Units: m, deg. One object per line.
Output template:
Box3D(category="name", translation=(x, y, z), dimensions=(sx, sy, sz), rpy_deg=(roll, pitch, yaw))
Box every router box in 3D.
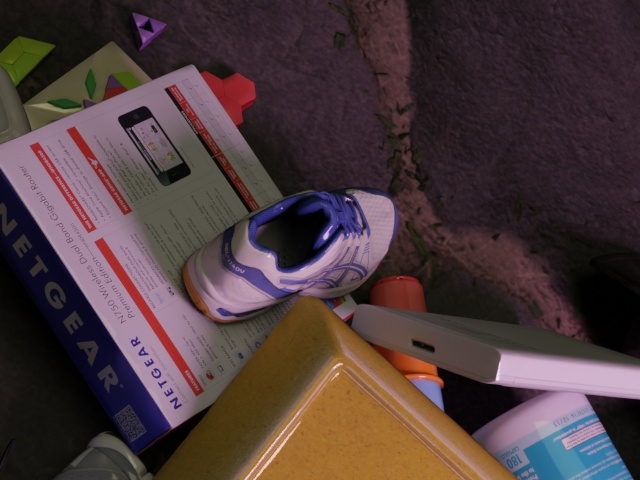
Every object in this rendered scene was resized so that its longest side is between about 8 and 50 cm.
Box3D(category="router box", translation=(-0.163, 0.008, 1.690), dimensions=(0.301, 0.082, 0.335), rpy_deg=(-29, 84, -44))

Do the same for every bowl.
Box3D(category="bowl", translation=(-0.385, -0.128, 1.723), dimensions=(0.142, 0.053, 0.142), rpy_deg=(-16, 66, -15))

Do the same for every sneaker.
Box3D(category="sneaker", translation=(-0.190, 0.311, 1.598), dimensions=(0.132, 0.086, 0.228), rpy_deg=(-37, 72, -26))
Box3D(category="sneaker", translation=(0.000, 0.000, 1.671), dimensions=(0.296, 0.131, 0.112), rpy_deg=(-25, 79, -45))

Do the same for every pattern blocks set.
Box3D(category="pattern blocks set", translation=(-0.245, -0.129, 1.813), dimensions=(0.285, 0.026, 0.325), rpy_deg=(32, 59, -4))

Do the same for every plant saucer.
Box3D(category="plant saucer", translation=(0.022, 0.273, 1.573), dimensions=(0.333, 0.081, 0.332), rpy_deg=(42, 69, -9))

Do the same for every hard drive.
Box3D(category="hard drive", translation=(0.209, 0.120, 1.712), dimensions=(0.308, 0.203, 0.040), rpy_deg=(11, 95, -45))

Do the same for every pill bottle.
Box3D(category="pill bottle", translation=(0.279, 0.299, 1.738), dimensions=(0.146, 0.146, 0.264), rpy_deg=(-21, 74, -28))

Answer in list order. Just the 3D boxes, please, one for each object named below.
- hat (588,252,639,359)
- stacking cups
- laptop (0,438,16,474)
Box3D(category="hat", translation=(0.439, 0.143, 1.873), dimensions=(0.331, 0.331, 0.134), rpy_deg=(25, 104, -7))
Box3D(category="stacking cups", translation=(0.092, 0.193, 1.757), dimensions=(0.096, 0.096, 0.316), rpy_deg=(2, 62, -20))
Box3D(category="laptop", translation=(-0.283, 0.354, 1.443), dimensions=(0.137, 0.234, 0.264), rpy_deg=(-28, 77, -29))
